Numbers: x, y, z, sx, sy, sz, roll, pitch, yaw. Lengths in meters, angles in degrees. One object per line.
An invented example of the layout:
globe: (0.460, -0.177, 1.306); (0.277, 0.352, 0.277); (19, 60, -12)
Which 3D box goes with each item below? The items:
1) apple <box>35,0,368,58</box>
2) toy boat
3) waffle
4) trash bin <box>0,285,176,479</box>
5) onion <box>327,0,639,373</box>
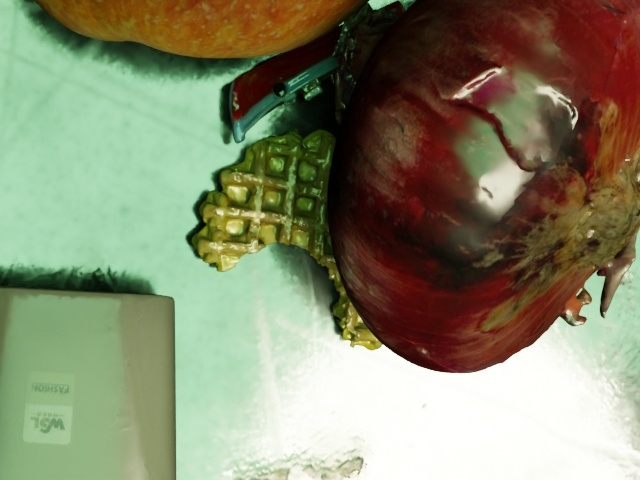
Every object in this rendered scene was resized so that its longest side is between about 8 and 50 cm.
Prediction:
apple: (-0.091, -0.249, 1.455); (0.309, 0.277, 0.250); (32, 99, 22)
toy boat: (0.001, -0.129, 1.569); (0.173, 0.069, 0.059); (-27, 90, -14)
waffle: (-0.001, -0.001, 1.583); (0.194, 0.051, 0.149); (42, 86, -13)
trash bin: (-0.198, 0.164, 1.486); (0.219, 0.219, 0.250); (3, 85, -10)
onion: (0.115, -0.082, 1.465); (0.285, 0.347, 0.348); (36, 86, 25)
